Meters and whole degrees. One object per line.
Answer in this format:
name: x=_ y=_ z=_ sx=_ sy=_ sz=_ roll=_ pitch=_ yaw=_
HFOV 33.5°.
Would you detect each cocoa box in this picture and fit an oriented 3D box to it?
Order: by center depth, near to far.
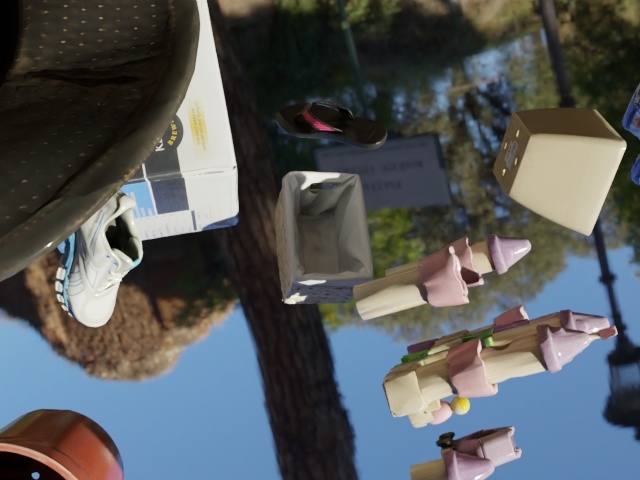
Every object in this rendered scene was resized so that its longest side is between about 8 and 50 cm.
cocoa box: x=-0.236 y=-0.189 z=1.249 sx=0.228 sy=0.347 sz=0.231 roll=-10 pitch=165 yaw=-6

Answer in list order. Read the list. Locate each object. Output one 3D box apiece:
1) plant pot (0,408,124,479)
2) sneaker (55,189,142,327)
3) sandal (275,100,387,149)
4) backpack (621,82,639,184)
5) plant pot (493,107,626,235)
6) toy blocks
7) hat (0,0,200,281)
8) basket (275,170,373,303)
plant pot: x=-0.385 y=0.356 z=1.410 sx=0.272 sy=0.272 sz=0.265 roll=-14 pitch=-173 yaw=4
sneaker: x=-0.222 y=0.022 z=1.093 sx=0.083 sy=0.190 sz=0.071 roll=28 pitch=-139 yaw=25
sandal: x=0.015 y=-0.178 z=1.560 sx=0.179 sy=0.040 sz=0.067 roll=15 pitch=-125 yaw=26
backpack: x=0.497 y=-0.139 z=1.308 sx=0.276 sy=0.263 sz=0.213 roll=-29 pitch=-117 yaw=-14
plant pot: x=0.246 y=-0.084 z=1.134 sx=0.096 sy=0.109 sz=0.109 roll=12 pitch=-155 yaw=-10
toy blocks: x=0.223 y=0.143 z=1.268 sx=0.260 sy=0.309 sz=0.288 roll=-17 pitch=180 yaw=13
hat: x=-0.220 y=-0.069 z=0.434 sx=0.331 sy=0.331 sz=0.134 roll=-24 pitch=157 yaw=-29
basket: x=0.000 y=0.000 z=1.481 sx=0.113 sy=0.167 sz=0.103 roll=1 pitch=155 yaw=-14
